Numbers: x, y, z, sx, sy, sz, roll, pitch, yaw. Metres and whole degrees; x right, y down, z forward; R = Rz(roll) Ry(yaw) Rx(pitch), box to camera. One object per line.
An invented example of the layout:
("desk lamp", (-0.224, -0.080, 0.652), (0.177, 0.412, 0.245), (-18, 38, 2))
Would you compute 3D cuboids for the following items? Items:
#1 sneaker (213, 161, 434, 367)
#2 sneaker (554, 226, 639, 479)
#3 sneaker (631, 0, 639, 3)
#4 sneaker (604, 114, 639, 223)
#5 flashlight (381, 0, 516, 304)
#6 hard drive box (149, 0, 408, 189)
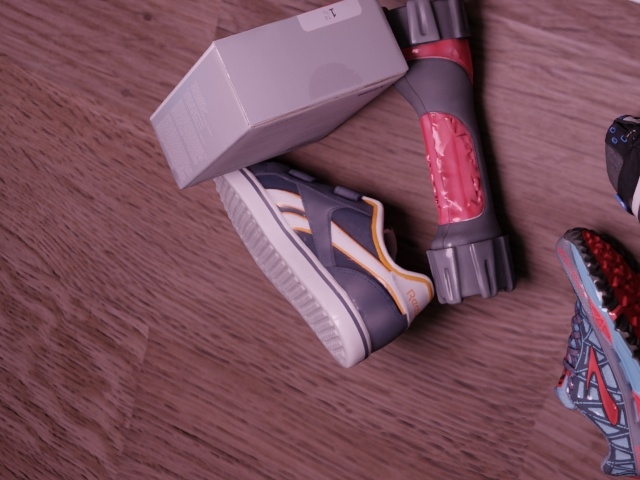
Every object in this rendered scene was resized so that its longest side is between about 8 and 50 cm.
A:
("sneaker", (0.000, 0.000, 1.336), (0.321, 0.127, 0.126), (50, 162, 38))
("sneaker", (0.273, 0.118, 1.207), (0.125, 0.104, 0.262), (-24, 88, 34))
("sneaker", (0.278, -0.265, 1.149), (0.152, 0.054, 0.061), (37, 114, 19))
("sneaker", (0.312, -0.103, 1.115), (0.121, 0.079, 0.217), (-125, 33, -43))
("flashlight", (0.124, -0.089, 1.242), (0.103, 0.103, 0.304), (-10, 91, -2))
("hard drive box", (-0.048, -0.145, 1.237), (0.089, 0.181, 0.232), (67, 154, 2))
